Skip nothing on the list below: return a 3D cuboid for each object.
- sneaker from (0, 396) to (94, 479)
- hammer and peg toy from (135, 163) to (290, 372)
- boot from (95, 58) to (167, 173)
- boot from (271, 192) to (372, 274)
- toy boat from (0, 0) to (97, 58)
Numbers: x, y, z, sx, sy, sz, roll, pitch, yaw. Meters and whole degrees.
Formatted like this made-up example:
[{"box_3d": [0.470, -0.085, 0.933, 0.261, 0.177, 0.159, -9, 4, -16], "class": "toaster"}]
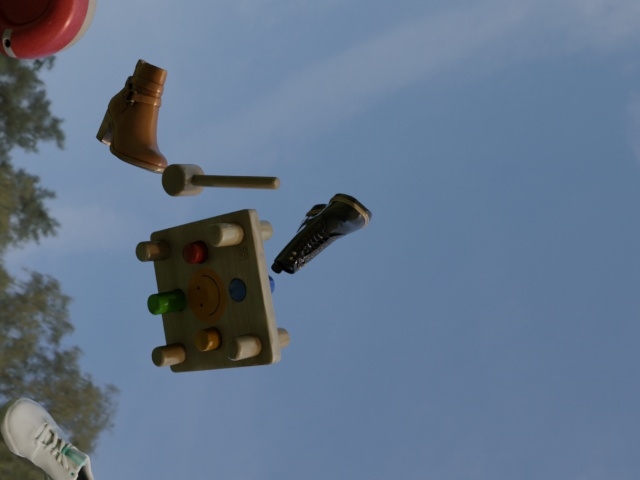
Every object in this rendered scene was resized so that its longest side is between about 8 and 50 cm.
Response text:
[{"box_3d": [-0.396, 0.319, 1.291, 0.094, 0.212, 0.080, -3, -145, 37], "class": "sneaker"}, {"box_3d": [-0.187, 0.036, 1.429, 0.266, 0.127, 0.361, -10, -93, 39], "class": "hammer and peg toy"}, {"box_3d": [-0.388, -0.281, 1.928, 0.283, 0.109, 0.220, 37, -80, 49], "class": "boot"}, {"box_3d": [0.000, 0.000, 1.436, 0.137, 0.077, 0.198, -50, -170, -21], "class": "boot"}, {"box_3d": [-0.342, -0.317, 0.944, 0.151, 0.151, 0.231, 11, -69, 26], "class": "toy boat"}]
